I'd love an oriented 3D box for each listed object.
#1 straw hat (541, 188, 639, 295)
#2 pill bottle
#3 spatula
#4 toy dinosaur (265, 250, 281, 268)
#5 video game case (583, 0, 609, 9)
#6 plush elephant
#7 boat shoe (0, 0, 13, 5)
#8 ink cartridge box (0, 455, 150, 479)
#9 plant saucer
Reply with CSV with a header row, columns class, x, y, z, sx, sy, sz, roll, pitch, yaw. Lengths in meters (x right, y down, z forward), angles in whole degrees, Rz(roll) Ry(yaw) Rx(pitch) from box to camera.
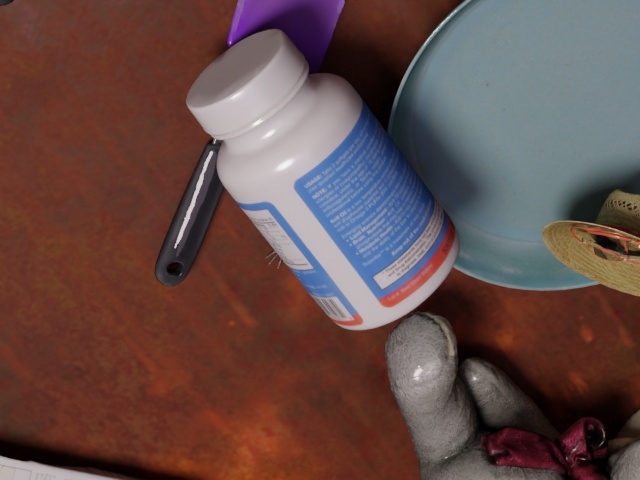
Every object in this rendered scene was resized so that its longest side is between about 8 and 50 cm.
class,x,y,z,sx,sy,sz,roll,pitch,yaw
straw hat,0.252,-0.009,1.507,0.144,0.144,0.061,29,72,-24
pill bottle,0.000,-0.048,1.416,0.124,0.124,0.221,-34,115,7
spatula,-0.066,-0.091,1.470,0.084,0.030,0.296,16,113,-23
toy dinosaur,0.000,0.000,1.530,0.090,0.047,0.082,-37,138,-3
video game case,0.175,-0.307,1.408,0.227,0.026,0.206,22,111,-22
plush elephant,0.220,0.224,1.575,0.255,0.272,0.330,-12,149,10
boat shoe,-0.373,-0.160,1.314,0.340,0.127,0.113,-23,116,-13
ink cartridge box,-0.234,0.280,1.573,0.232,0.066,0.189,14,83,-14
plant saucer,0.205,-0.099,1.501,0.317,0.044,0.318,-5,125,-8
